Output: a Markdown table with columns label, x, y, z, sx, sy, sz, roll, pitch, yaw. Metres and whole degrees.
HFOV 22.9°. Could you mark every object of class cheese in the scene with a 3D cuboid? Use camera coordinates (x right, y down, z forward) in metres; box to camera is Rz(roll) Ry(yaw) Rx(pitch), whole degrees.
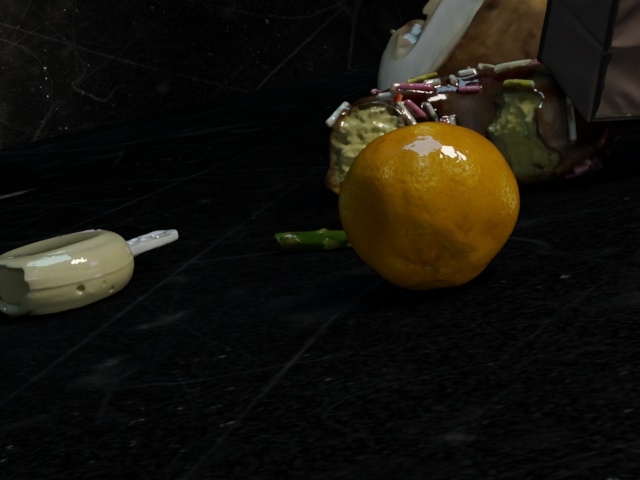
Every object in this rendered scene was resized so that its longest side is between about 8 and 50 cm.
| label | x | y | z | sx | sy | sz | roll | pitch | yaw |
| --- | --- | --- | --- | --- | --- | --- | --- | --- | --- |
| cheese | -0.237 | 0.022 | 1.641 | 0.137 | 0.064 | 0.227 | 1 | 15 | 41 |

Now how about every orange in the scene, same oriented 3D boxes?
| label | x | y | z | sx | sy | sz | roll | pitch | yaw |
| --- | --- | --- | --- | --- | --- | --- | --- | --- | --- |
| orange | 0.095 | -0.025 | 1.379 | 0.159 | 0.159 | 0.136 | -8 | 52 | 11 |

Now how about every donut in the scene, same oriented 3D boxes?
| label | x | y | z | sx | sy | sz | roll | pitch | yaw |
| --- | --- | --- | --- | --- | --- | --- | --- | --- | --- |
| donut | 0.194 | -0.138 | 1.882 | 0.345 | 0.136 | 0.259 | -2 | 17 | 32 |

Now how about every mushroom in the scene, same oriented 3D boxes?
| label | x | y | z | sx | sy | sz | roll | pitch | yaw |
| --- | --- | --- | --- | --- | --- | --- | --- | --- | --- |
| mushroom | 0.313 | -0.229 | 2.109 | 0.397 | 0.313 | 0.224 | 20 | 31 | -21 |

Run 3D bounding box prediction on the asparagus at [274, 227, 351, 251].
| label | x | y | z | sx | sy | sz | roll | pitch | yaw |
| --- | --- | --- | --- | --- | --- | --- | --- | --- | --- |
| asparagus | 0.000 | -0.001 | 1.640 | 0.108 | 0.021 | 0.025 | -3 | 17 | 31 |

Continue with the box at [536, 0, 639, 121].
| label | x | y | z | sx | sy | sz | roll | pitch | yaw |
| --- | --- | --- | --- | --- | --- | --- | --- | --- | --- |
| box | 0.387 | -0.242 | 1.695 | 0.252 | 0.188 | 0.153 | -2 | 32 | -13 |
